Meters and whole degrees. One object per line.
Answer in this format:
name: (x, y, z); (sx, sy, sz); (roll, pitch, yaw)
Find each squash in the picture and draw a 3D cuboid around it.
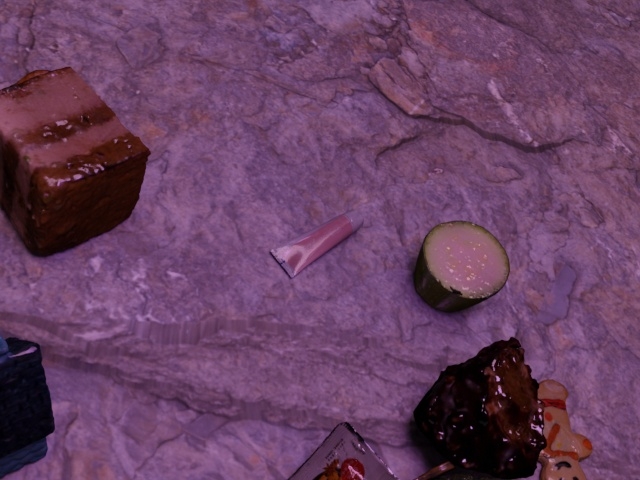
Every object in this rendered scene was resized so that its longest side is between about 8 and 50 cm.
squash: (0.251, 0.058, 1.450); (0.170, 0.123, 0.170); (11, 52, -15)

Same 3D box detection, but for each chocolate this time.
chocolate: (0.284, 0.244, 1.231); (0.206, 0.177, 0.224); (30, 28, 18)

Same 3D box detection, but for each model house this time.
model house: (-0.495, 0.189, 0.962); (0.261, 0.241, 0.226); (-20, 67, -33)

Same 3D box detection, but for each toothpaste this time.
toothpaste: (0.000, 0.000, 1.445); (0.194, 0.043, 0.067); (-30, 72, -31)

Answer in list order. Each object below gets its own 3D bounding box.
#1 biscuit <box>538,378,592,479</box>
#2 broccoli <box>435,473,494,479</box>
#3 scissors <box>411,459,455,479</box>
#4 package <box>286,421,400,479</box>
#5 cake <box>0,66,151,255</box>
biscuit: (0.406, 0.347, 1.361); (0.153, 0.030, 0.234); (6, 53, -16)
broccoli: (0.206, 0.416, 1.160); (0.162, 0.146, 0.138); (-53, 124, -28)
scissors: (0.104, 0.387, 1.184); (0.220, 0.088, 0.017); (-17, 69, -20)
package: (0.066, 0.395, 1.115); (0.239, 0.030, 0.154); (42, 86, 17)
cake: (-0.443, -0.150, 1.263); (0.199, 0.196, 0.293); (-30, 72, -35)
